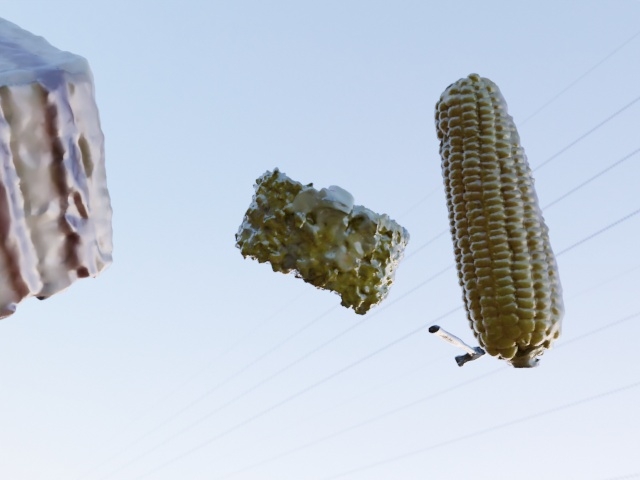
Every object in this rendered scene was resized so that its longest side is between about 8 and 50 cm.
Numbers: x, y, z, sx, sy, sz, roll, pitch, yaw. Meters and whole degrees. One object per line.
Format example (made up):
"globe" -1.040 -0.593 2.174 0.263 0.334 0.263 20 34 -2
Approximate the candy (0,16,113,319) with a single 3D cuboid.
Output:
"candy" -0.309 -0.094 0.561 0.320 0.135 0.179 31 -51 30

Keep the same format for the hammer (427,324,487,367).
"hammer" 0.297 0.216 1.513 0.103 0.029 0.246 -30 -34 19

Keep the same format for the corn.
"corn" 0.212 -0.027 0.853 0.120 0.120 0.363 -22 -109 47

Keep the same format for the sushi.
"sushi" 0.000 0.000 1.638 0.396 0.240 0.351 23 -1 -2
